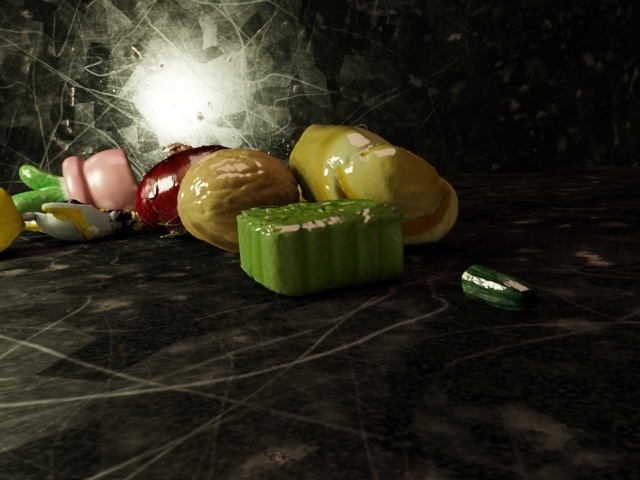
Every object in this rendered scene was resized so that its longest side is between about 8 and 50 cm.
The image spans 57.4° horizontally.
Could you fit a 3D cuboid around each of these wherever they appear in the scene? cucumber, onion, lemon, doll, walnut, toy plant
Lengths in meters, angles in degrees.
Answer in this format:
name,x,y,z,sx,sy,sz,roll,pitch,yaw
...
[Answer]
name,x,y,z,sx,sy,sz,roll,pitch,yaw
cucumber,0.232,0.065,0.745,0.048,0.048,0.105,-8,16,-28
onion,-0.301,-0.135,1.433,0.313,0.233,0.314,-17,-5,-1
lemon,-0.754,-0.042,1.257,0.193,0.181,0.180,-23,9,4
doll,-0.584,-0.051,1.465,0.145,0.104,0.316,13,11,39
walnut,-0.172,-0.084,1.213,0.260,0.225,0.224,-12,13,-35
toy plant,-0.667,-0.121,1.575,0.355,0.211,0.317,-13,6,-13

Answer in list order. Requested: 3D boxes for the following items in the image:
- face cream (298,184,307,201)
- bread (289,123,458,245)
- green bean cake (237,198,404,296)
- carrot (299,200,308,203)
name,x,y,z,sx,sy,sz,roll,pitch,yaw
face cream,-0.041,-0.134,1.726,0.078,0.078,0.273,-4,-2,-7
bread,0.105,-0.089,1.189,0.300,0.210,0.341,29,0,-28
green bean cake,0.000,0.000,0.942,0.247,0.125,0.222,-6,10,-20
carrot,-0.117,-0.085,1.647,0.358,0.074,0.074,0,10,9
